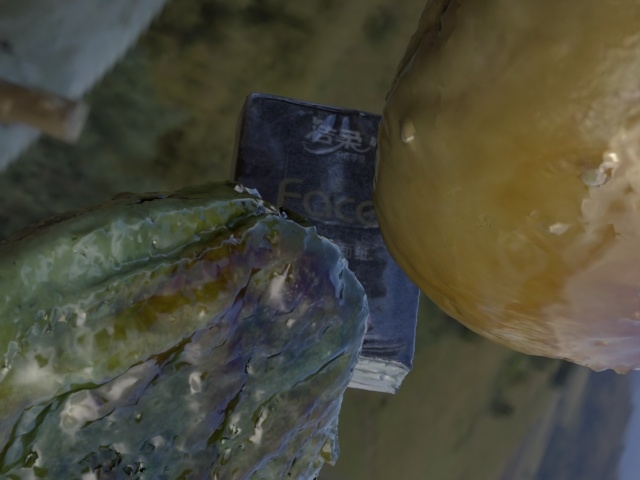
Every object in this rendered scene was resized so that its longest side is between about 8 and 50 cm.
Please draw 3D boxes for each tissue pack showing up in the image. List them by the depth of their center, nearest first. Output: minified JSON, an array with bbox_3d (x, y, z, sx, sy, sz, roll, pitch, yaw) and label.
[{"bbox_3d":[0.000,0.000,1.097,0.051,0.112,0.156,117,-18,-61],"label":"tissue pack"}]

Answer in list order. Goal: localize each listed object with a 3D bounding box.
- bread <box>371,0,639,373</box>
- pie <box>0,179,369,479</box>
[{"bbox_3d":[0.165,-0.092,0.624,0.314,0.171,0.192,-38,165,-14],"label":"bread"},{"bbox_3d":[-0.092,0.100,0.836,0.277,0.078,0.277,-23,134,-27],"label":"pie"}]
